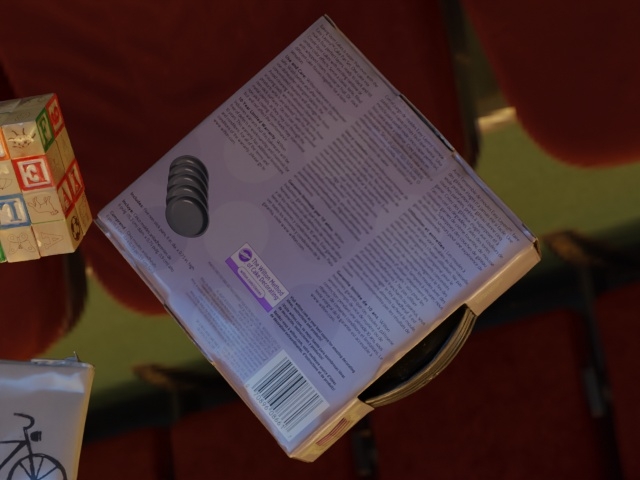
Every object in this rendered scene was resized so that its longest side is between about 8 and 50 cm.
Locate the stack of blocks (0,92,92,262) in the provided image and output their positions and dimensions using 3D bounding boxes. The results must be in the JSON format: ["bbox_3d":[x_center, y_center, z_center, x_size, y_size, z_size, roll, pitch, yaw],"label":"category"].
[{"bbox_3d":[-0.441,-0.061,1.834,0.297,0.171,0.087,-7,-154,11],"label":"stack of blocks"}]

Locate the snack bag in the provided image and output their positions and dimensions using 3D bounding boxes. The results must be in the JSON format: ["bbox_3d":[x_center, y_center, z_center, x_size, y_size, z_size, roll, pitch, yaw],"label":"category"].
[{"bbox_3d":[-0.412,0.275,1.608,0.323,0.342,0.037,3,162,6],"label":"snack bag"}]

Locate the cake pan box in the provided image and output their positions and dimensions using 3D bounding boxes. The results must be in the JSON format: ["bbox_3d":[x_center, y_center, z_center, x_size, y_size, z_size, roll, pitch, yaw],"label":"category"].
[{"bbox_3d":[0.000,0.000,1.185,0.246,0.267,0.070,-43,162,3],"label":"cake pan box"}]
